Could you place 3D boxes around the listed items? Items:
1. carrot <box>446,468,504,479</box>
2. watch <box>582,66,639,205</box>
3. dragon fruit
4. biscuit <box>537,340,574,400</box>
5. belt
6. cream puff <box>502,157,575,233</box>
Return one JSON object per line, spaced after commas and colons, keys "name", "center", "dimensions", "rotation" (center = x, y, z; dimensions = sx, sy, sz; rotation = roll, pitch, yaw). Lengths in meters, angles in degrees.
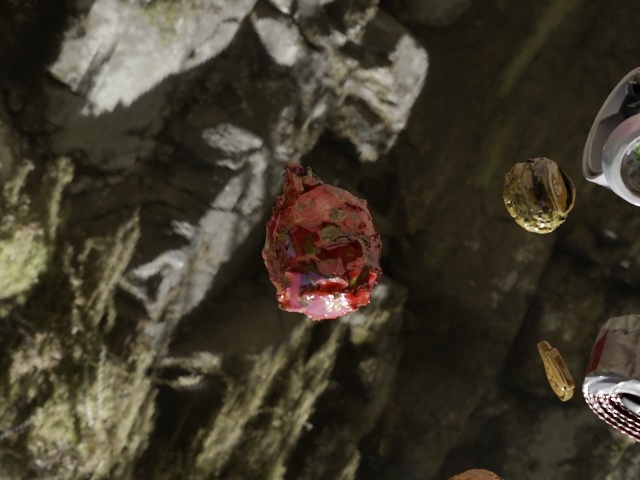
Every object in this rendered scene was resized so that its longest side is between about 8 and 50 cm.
{"name": "carrot", "center": [0.286, 0.484, 1.614], "dimensions": [0.159, 0.159, 0.225], "rotation": [27, -177, -21]}
{"name": "watch", "center": [0.541, -0.171, 1.565], "dimensions": [0.196, 0.244, 0.231], "rotation": [24, -159, -6]}
{"name": "dragon fruit", "center": [0.000, 0.000, 1.635], "dimensions": [0.210, 0.205, 0.268], "rotation": [-6, -110, -42]}
{"name": "biscuit", "center": [0.432, 0.240, 1.839], "dimensions": [0.140, 0.023, 0.118], "rotation": [68, 178, -60]}
{"name": "belt", "center": [0.425, 0.174, 1.216], "dimensions": [0.201, 0.124, 0.128], "rotation": [27, 145, 4]}
{"name": "cream puff", "center": [0.356, -0.071, 1.636], "dimensions": [0.104, 0.133, 0.119], "rotation": [-15, 149, 35]}
